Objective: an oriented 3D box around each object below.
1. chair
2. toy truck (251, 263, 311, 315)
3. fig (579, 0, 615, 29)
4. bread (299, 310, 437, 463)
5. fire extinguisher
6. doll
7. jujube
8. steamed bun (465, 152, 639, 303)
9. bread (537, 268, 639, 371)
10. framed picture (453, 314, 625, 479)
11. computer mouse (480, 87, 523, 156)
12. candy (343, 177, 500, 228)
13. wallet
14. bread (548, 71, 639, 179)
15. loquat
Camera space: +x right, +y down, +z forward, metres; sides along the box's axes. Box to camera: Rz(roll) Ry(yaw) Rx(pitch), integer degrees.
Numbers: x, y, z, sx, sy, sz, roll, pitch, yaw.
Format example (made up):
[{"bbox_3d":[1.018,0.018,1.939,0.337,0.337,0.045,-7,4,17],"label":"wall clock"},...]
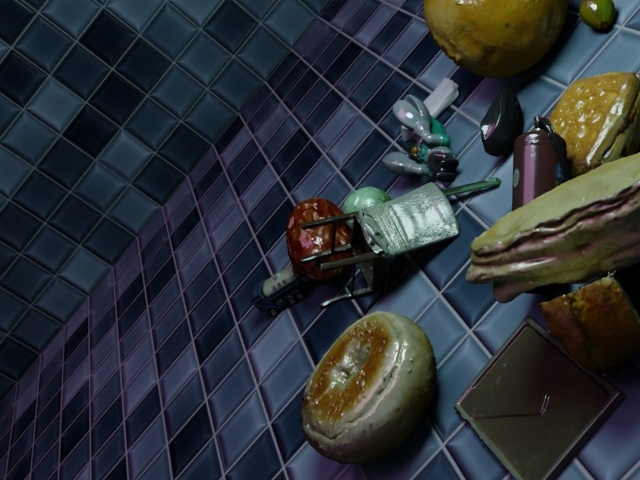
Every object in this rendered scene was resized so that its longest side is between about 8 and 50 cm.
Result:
[{"bbox_3d":[0.127,0.010,2.012,0.319,0.186,0.160,-16,56,-13],"label":"chair"},{"bbox_3d":[-0.096,0.122,2.352,0.202,0.088,0.074,-33,33,38],"label":"toy truck"},{"bbox_3d":[0.599,-0.489,1.966,0.074,0.074,0.088,-38,47,30],"label":"fig"},{"bbox_3d":[0.097,0.283,1.723,0.305,0.159,0.305,-36,32,27],"label":"bread"},{"bbox_3d":[0.393,-0.076,1.635,0.141,0.105,0.341,89,-174,-75],"label":"fire extinguisher"},{"bbox_3d":[0.238,-0.245,2.168,0.258,0.153,0.195,-162,80,-69],"label":"doll"},{"bbox_3d":[0.000,0.000,2.244,0.174,0.174,0.250,-44,23,18],"label":"jujube"},{"bbox_3d":[0.450,-0.022,1.415,0.428,0.189,0.247,-28,17,30],"label":"steamed bun"},{"bbox_3d":[0.421,0.129,1.380,0.129,0.134,0.260,-28,-11,16],"label":"bread"},{"bbox_3d":[0.344,0.262,1.489,0.213,0.016,0.289,-51,25,5],"label":"framed picture"},{"bbox_3d":[0.402,-0.257,1.975,0.057,0.099,0.172,-2,57,49],"label":"computer mouse"},{"bbox_3d":[0.222,-0.092,2.086,0.440,0.119,0.119,-11,47,46],"label":"candy"},{"bbox_3d":[0.284,-0.340,2.362,0.190,0.033,0.095,-45,28,18],"label":"wallet"},{"bbox_3d":[0.513,-0.201,1.708,0.235,0.099,0.210,-61,22,-9],"label":"bread"},{"bbox_3d":[0.398,-0.531,2.073,0.328,0.328,0.328,-40,28,26],"label":"loquat"}]
